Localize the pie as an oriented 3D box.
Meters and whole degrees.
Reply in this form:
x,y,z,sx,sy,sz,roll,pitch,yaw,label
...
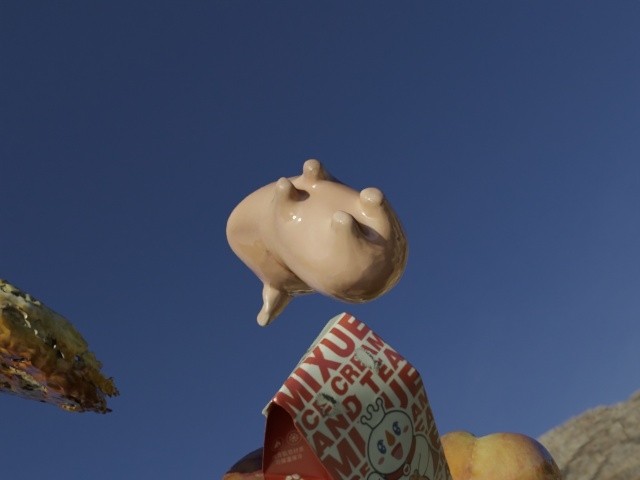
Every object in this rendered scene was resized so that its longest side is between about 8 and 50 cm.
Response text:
x,y,z,sx,sy,sz,roll,pitch,yaw,label
-0.394,0.137,1.096,0.085,0.308,0.308,-61,-31,-32,pie

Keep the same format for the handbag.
x,y,z,sx,sy,sz,roll,pitch,yaw,label
0.034,0.237,0.906,0.171,0.151,0.298,-50,-49,-44,handbag

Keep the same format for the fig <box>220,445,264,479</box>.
x,y,z,sx,sy,sz,roll,pitch,yaw,label
-0.058,0.404,1.195,0.215,0.235,0.235,-18,-43,2,fig

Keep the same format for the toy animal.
x,y,z,sx,sy,sz,roll,pitch,yaw,label
0.000,0.000,1.335,0.237,0.326,0.269,-28,-46,-27,toy animal

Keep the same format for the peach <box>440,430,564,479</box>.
x,y,z,sx,sy,sz,roll,pitch,yaw,label
0.270,0.429,1.376,0.253,0.252,0.252,-14,-45,-15,peach
